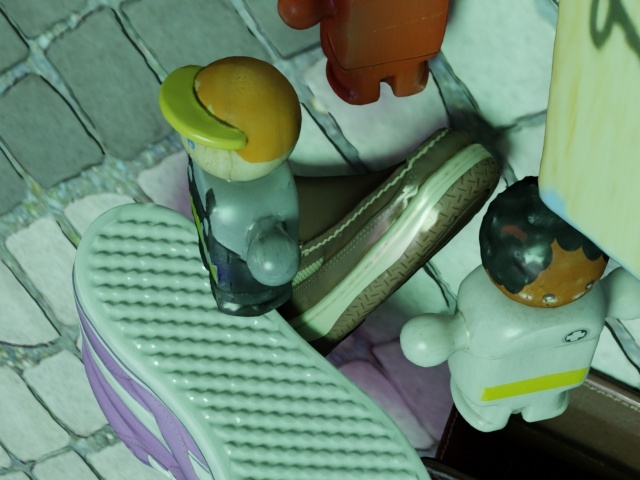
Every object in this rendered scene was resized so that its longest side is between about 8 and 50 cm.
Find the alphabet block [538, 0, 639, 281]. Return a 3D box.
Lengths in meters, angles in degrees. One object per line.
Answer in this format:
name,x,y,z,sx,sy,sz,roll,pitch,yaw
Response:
alphabet block,0.195,-0.076,0.469,0.192,0.193,0.197,-132,40,-58

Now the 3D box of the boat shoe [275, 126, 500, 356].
boat shoe,-0.005,0.004,0.850,0.095,0.095,0.257,47,140,3

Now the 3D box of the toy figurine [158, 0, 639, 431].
toy figurine,0.057,-0.049,0.662,0.213,0.209,0.148,27,147,16

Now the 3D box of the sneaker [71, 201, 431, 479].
sneaker,-0.033,0.119,0.848,0.282,0.102,0.161,55,157,13

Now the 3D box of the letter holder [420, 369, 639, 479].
letter holder,0.165,0.215,0.853,0.302,0.152,0.214,29,136,16
